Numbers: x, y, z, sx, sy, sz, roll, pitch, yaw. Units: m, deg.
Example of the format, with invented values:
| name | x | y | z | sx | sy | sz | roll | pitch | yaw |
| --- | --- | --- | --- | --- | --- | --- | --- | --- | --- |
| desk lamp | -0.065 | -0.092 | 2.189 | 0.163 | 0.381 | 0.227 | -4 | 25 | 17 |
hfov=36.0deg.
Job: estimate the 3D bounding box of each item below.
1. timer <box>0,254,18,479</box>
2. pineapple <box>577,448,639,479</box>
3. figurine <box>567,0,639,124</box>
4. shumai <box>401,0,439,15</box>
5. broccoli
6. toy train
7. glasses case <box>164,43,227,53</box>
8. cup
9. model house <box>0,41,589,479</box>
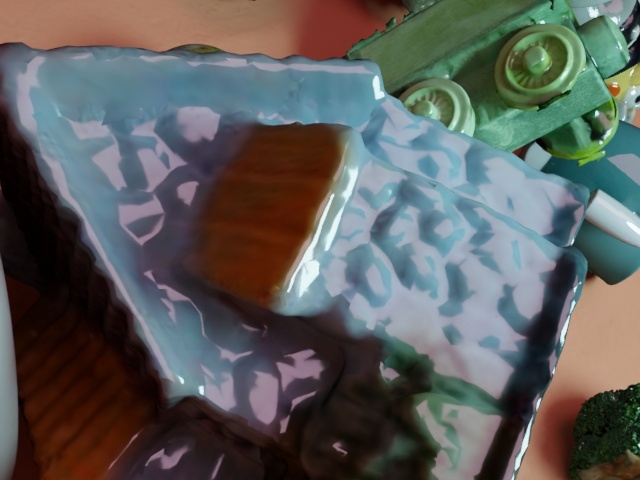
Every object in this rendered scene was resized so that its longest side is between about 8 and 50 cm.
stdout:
| name | x | y | z | sx | sy | sz | roll | pitch | yaw |
| --- | --- | --- | --- | --- | --- | --- | --- | --- | --- |
| timer | -0.307 | 0.055 | 0.483 | 0.285 | 0.285 | 0.285 | 20 | 50 | -25 |
| pineapple | 0.193 | 0.333 | 0.715 | 0.357 | 0.223 | 0.223 | -39 | 87 | -28 |
| figurine | 0.328 | -0.240 | 1.141 | 0.176 | 0.236 | 0.133 | -45 | 49 | -16 |
| shumai | 0.195 | -0.365 | 1.178 | 0.288 | 0.291 | 0.330 | -47 | 115 | -39 |
| broccoli | 0.334 | 0.211 | 0.933 | 0.195 | 0.195 | 0.156 | -8 | 100 | -40 |
| toy train | 0.165 | -0.155 | 0.985 | 0.159 | 0.271 | 0.188 | 34 | 33 | -53 |
| glasses case | 0.000 | 0.000 | 0.859 | 0.425 | 0.098 | 0.156 | 43 | 50 | -3 |
| cup | 0.303 | -0.066 | 1.100 | 0.173 | 0.168 | 0.300 | 35 | 18 | 1 |
| model house | -0.083 | 0.041 | 0.579 | 0.339 | 0.360 | 0.297 | 31 | 71 | -4 |
